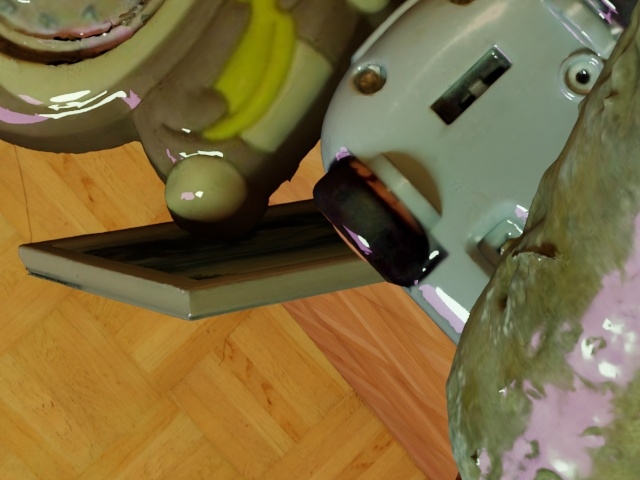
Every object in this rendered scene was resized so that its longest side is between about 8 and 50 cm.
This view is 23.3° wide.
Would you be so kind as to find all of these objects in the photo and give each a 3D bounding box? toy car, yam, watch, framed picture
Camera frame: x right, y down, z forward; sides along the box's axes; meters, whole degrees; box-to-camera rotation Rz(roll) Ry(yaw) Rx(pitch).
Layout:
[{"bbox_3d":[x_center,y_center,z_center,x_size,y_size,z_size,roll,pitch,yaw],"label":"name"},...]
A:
[{"bbox_3d":[0.128,-0.009,0.786,0.270,0.180,0.212,47,-179,6],"label":"toy car"},{"bbox_3d":[0.137,-0.014,0.540,0.133,0.133,0.330,43,140,25],"label":"yam"},{"bbox_3d":[-0.110,-0.150,1.053,0.335,0.314,0.327,34,-179,11],"label":"watch"},{"bbox_3d":[0.000,0.000,0.969,0.232,0.315,0.024,10,108,56],"label":"framed picture"}]

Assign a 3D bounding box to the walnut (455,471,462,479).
[{"bbox_3d":[0.197,0.207,0.961,0.269,0.222,0.243,15,-123,-73],"label":"walnut"}]
